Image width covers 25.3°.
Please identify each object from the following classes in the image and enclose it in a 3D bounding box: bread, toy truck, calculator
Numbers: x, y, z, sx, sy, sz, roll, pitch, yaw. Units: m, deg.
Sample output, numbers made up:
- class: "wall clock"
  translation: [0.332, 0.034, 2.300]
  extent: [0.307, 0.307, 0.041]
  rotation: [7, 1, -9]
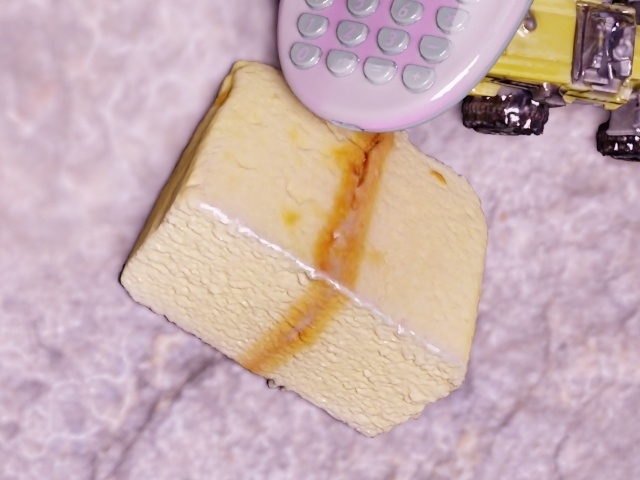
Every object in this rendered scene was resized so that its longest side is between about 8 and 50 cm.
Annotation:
- class: "bread"
  translation: [0.000, 0.000, 1.021]
  extent: [0.240, 0.135, 0.178]
  rotation: [31, 49, -16]
- class: "toy truck"
  translation: [0.214, -0.130, 1.043]
  extent: [0.285, 0.111, 0.136]
  rotation: [6, 88, -21]
- class: "calculator"
  translation: [0.073, -0.209, 0.971]
  extent: [0.041, 0.185, 0.299]
  rotation: [45, 63, -58]
